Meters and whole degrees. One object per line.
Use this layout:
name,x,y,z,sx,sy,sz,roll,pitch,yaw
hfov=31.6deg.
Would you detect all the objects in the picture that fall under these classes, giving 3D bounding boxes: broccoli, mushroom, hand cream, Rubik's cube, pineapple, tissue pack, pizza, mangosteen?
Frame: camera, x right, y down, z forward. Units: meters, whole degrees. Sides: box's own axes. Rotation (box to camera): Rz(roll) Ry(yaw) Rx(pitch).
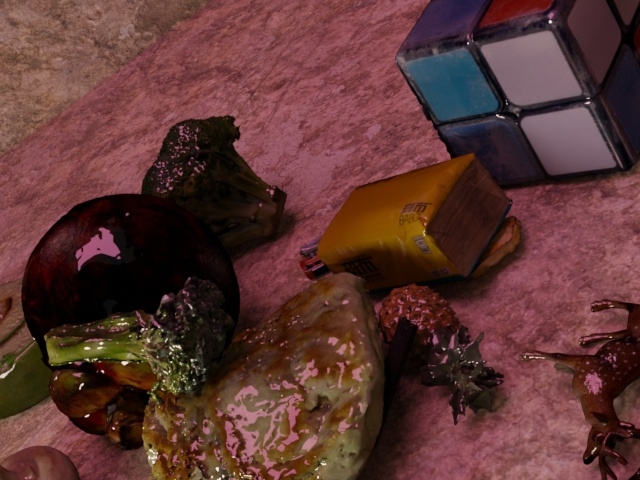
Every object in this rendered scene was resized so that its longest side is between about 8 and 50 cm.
broccoli,-0.282,0.143,1.675,0.304,0.145,0.165,-9,31,24
mushroom,-0.508,0.423,1.860,0.206,0.209,0.206,-53,13,17
hand cream,0.000,0.000,2.101,0.093,0.019,0.030,-34,32,-1
Rubik's cube,0.365,-0.306,1.869,0.318,0.316,0.313,-5,42,40
broccoli,-0.211,-0.091,2.225,0.283,0.321,0.304,15,33,6
pineapple,0.176,0.155,1.617,0.125,0.125,0.251,-37,35,-2
tissue pack,0.145,-0.024,1.826,0.271,0.134,0.192,-15,31,50
pizza,0.262,0.018,1.790,0.160,0.036,0.099,-39,22,-4
mangosteen,-0.316,0.131,1.937,0.381,0.421,0.381,-10,-2,0

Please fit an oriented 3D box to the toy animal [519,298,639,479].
toy animal,0.371,0.173,1.421,0.243,0.087,0.260,-44,28,-11

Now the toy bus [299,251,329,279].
toy bus,0.017,0.032,2.027,0.110,0.031,0.043,-29,38,11

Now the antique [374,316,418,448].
antique,0.096,0.204,1.615,0.031,0.015,0.192,26,100,49

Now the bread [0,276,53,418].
bread,-0.619,0.198,2.336,0.382,0.129,0.366,-32,30,6

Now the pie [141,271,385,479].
pie,-0.065,0.238,1.649,0.418,0.180,0.395,-41,32,6
